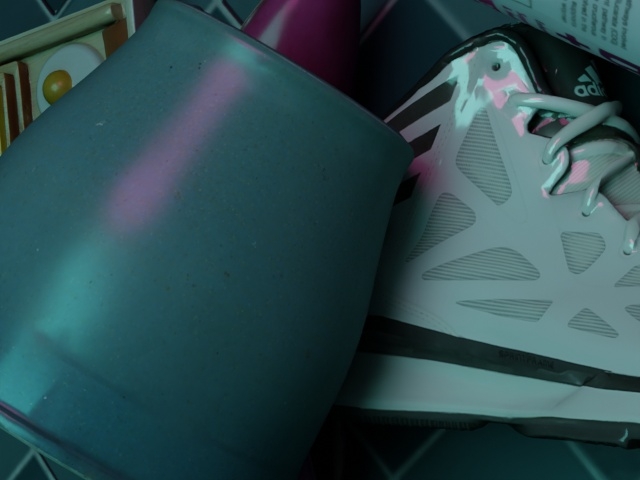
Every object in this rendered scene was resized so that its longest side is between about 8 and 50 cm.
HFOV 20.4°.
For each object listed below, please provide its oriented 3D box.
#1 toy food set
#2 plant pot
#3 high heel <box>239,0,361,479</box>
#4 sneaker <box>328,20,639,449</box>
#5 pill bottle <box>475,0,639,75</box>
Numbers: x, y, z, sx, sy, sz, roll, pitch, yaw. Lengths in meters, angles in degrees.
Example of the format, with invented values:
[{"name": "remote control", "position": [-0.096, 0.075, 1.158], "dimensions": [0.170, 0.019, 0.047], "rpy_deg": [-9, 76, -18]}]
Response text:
[{"name": "toy food set", "position": [-0.243, -0.073, 1.419], "dimensions": [0.306, 0.092, 0.219], "rpy_deg": [-14, 78, 35]}, {"name": "plant pot", "position": [-0.082, 0.006, 1.072], "dimensions": [0.272, 0.272, 0.255], "rpy_deg": [30, 88, 35]}, {"name": "high heel", "position": [0.000, 0.000, 1.221], "dimensions": [0.181, 0.127, 0.377], "rpy_deg": [28, 112, 33]}, {"name": "sneaker", "position": [0.178, -0.012, 1.049], "dimensions": [0.447, 0.169, 0.257], "rpy_deg": [-1, 88, 39]}, {"name": "pill bottle", "position": [0.218, -0.167, 1.021], "dimensions": [0.283, 0.160, 0.160], "rpy_deg": [28, 103, 24]}]
